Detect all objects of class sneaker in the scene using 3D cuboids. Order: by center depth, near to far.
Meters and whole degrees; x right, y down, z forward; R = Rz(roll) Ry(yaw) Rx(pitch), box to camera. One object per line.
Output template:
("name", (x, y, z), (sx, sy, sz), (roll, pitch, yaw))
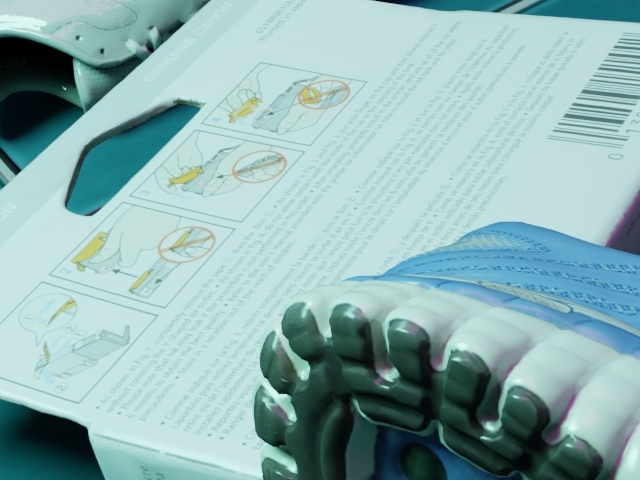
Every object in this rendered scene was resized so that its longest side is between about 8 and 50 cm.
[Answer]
("sneaker", (0.150, 0.073, 0.427), (0.330, 0.130, 0.147), (28, 39, 22))
("sneaker", (-0.088, -0.118, 0.848), (0.262, 0.099, 0.121), (-9, 58, 1))

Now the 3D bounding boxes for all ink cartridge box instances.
("ink cartridge box", (0.000, 0.000, 0.657), (0.261, 0.066, 0.296), (11, 42, 31))
